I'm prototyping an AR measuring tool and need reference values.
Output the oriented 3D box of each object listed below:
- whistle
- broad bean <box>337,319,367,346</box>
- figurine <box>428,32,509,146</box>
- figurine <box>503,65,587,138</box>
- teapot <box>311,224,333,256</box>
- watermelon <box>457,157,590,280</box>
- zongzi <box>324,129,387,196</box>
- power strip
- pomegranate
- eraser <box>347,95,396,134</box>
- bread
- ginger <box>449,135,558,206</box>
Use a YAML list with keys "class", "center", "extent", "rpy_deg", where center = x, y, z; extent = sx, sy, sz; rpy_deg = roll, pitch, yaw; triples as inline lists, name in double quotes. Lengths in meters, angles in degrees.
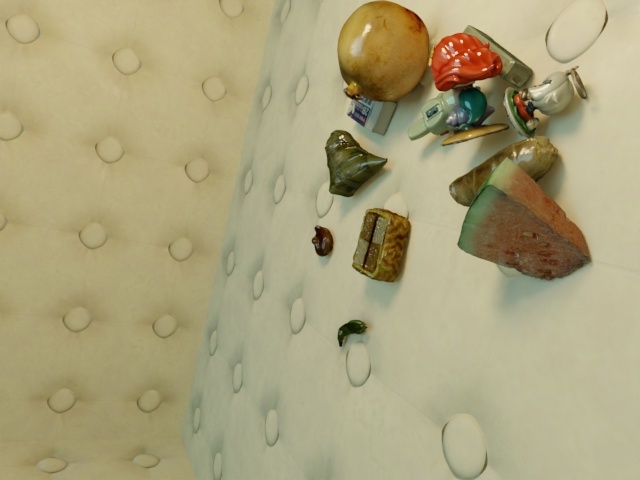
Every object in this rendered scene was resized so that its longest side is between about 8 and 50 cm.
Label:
- class: "whistle"
  center: [0.342, -0.353, 1.371]
  extent: [0.253, 0.106, 0.102]
  rpy_deg: [-31, 38, 45]
- class: "broad bean"
  center: [0.103, 0.299, 1.650]
  extent: [0.195, 0.046, 0.061]
  rpy_deg: [-50, 51, 50]
- class: "figurine"
  center: [0.355, -0.374, 1.183]
  extent: [0.181, 0.208, 0.257]
  rpy_deg: [-9, 102, 37]
- class: "figurine"
  center: [0.499, -0.307, 1.072]
  extent: [0.153, 0.132, 0.132]
  rpy_deg: [-24, 59, 43]
- class: "teapot"
  center: [0.000, 0.000, 1.908]
  extent: [0.098, 0.078, 0.129]
  rpy_deg: [-45, 43, 47]
- class: "watermelon"
  center: [0.436, -0.021, 1.042]
  extent: [0.140, 0.256, 0.193]
  rpy_deg: [-47, -16, -34]
- class: "zongzi"
  center: [0.127, -0.317, 1.737]
  extent: [0.274, 0.125, 0.251]
  rpy_deg: [-35, 58, 50]
- class: "power strip"
  center: [0.442, -0.472, 1.251]
  extent: [0.052, 0.078, 0.272]
  rpy_deg: [-59, 34, 31]
- class: "pomegranate"
  center: [0.186, -0.576, 1.542]
  extent: [0.319, 0.319, 0.319]
  rpy_deg: [-30, 55, 55]
- class: "eraser"
  center: [0.180, -0.467, 1.750]
  extent: [0.124, 0.068, 0.210]
  rpy_deg: [-67, 31, 21]
- class: "bread"
  center: [0.191, 0.012, 1.533]
  extent: [0.181, 0.096, 0.222]
  rpy_deg: [17, 94, 62]
- class: "ginger"
  center: [0.421, -0.152, 1.147]
  extent: [0.263, 0.109, 0.116]
  rpy_deg: [-28, 59, 57]
